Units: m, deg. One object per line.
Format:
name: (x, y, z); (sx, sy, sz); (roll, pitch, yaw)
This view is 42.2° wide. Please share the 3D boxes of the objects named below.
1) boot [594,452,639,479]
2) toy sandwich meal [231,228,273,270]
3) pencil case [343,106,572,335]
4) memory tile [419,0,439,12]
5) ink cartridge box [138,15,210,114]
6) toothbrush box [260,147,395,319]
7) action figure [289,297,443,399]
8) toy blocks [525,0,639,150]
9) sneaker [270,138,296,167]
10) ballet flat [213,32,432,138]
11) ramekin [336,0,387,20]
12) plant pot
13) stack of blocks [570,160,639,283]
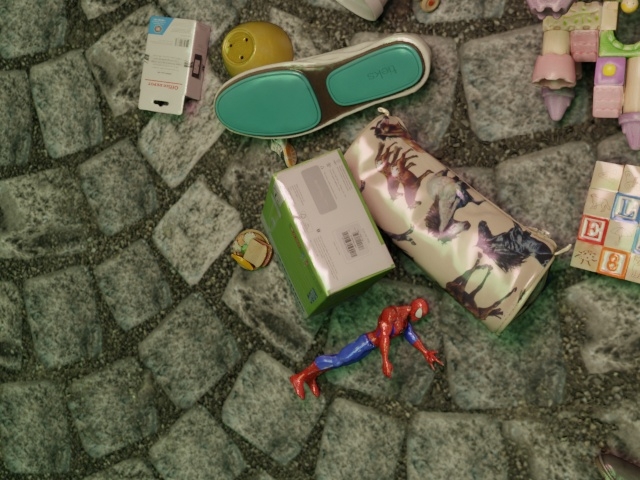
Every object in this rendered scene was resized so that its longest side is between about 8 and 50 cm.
boot: (0.562, 0.342, 1.284); (0.189, 0.076, 0.208); (40, 111, 1)
toy sandwich meal: (-0.131, 0.019, 1.566); (0.085, 0.029, 0.086); (0, 91, 21)
pencil case: (0.200, -0.042, 1.372); (0.410, 0.160, 0.183); (42, 86, 15)
memory tile: (0.206, -0.460, 1.391); (0.148, 0.113, 0.012); (-45, 50, 13)
ink cartridge box: (-0.283, -0.333, 1.602); (0.104, 0.060, 0.180); (11, 95, 20)
toothbrush box: (0.000, 0.000, 1.374); (0.122, 0.283, 0.206); (-22, 81, -14)
action figure: (0.095, 0.215, 1.453); (0.280, 0.091, 0.139); (-41, 71, 18)
toy blocks: (0.442, -0.257, 1.195); (0.288, 0.309, 0.260); (5, 86, 21)
sneaker: (-0.072, -0.169, 1.545); (0.037, 0.032, 0.083); (-26, 76, 33)
ballet flat: (0.009, -0.275, 1.461); (0.400, 0.139, 0.139); (-12, 86, 21)
ramekin: (0.047, -0.480, 1.405); (0.207, 0.207, 0.109); (39, 93, 16)
plant pot: (-0.130, -0.345, 1.526); (0.134, 0.095, 0.134); (0, 91, 21)
stack of blocks: (0.550, -0.007, 1.250); (0.297, 0.087, 0.171); (16, 96, 30)
